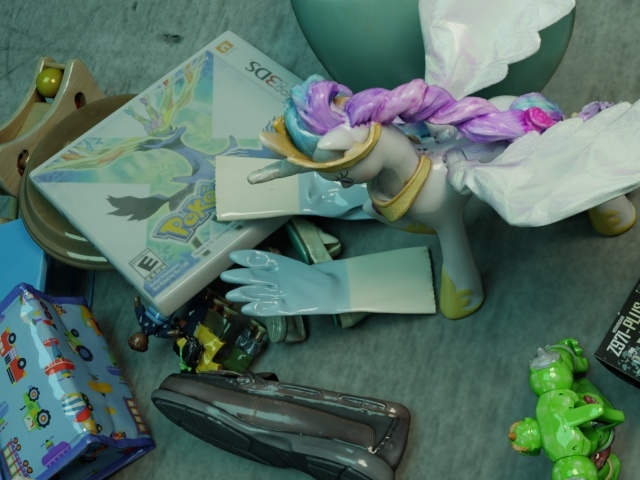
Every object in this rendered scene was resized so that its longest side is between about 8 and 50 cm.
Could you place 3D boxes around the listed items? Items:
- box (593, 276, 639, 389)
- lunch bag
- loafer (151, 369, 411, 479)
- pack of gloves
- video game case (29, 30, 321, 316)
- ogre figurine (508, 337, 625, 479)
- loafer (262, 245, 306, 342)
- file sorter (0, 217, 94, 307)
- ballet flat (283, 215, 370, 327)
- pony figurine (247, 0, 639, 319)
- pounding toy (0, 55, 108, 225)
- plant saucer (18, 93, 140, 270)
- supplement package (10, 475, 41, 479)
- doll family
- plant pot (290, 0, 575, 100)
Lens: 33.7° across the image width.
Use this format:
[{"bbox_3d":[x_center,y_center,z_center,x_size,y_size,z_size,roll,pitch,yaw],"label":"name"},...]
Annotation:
[{"bbox_3d":[0.357,0.069,0.933,0.147,0.077,0.180,29,87,38],"label":"box"},{"bbox_3d":[-0.385,0.230,1.283,0.293,0.138,0.221,-37,66,13],"label":"lunch bag"},{"bbox_3d":[-0.042,0.189,1.141,0.302,0.109,0.095,13,58,30],"label":"loafer"},{"bbox_3d":[0.000,0.000,1.166,0.232,0.046,0.195,0,62,-8],"label":"pack of gloves"},{"bbox_3d":[-0.146,-0.097,1.274,0.329,0.036,0.300,-40,53,-16],"label":"video game case"},{"bbox_3d":[0.229,0.171,0.947,0.097,0.118,0.197,-3,68,32],"label":"ogre figurine"},{"bbox_3d":[-0.044,0.064,1.227,0.045,0.039,0.125,-52,39,46],"label":"loafer"},{"bbox_3d":[-0.399,0.050,1.416,0.170,0.104,0.118,-14,62,27],"label":"file sorter"},{"bbox_3d":[0.010,0.028,1.202,0.052,0.057,0.168,-23,59,-9],"label":"ballet flat"},{"bbox_3d":[0.155,-0.086,0.950,0.351,0.363,0.303,-30,56,19],"label":"pony figurine"},{"bbox_3d":[-0.425,-0.132,1.479,0.155,0.154,0.269,11,76,36],"label":"pounding toy"},{"bbox_3d":[-0.256,-0.087,1.353,0.278,0.041,0.278,-4,56,6],"label":"plant saucer"},{"bbox_3d":[-0.362,0.422,1.186,0.293,0.177,0.175,-36,55,16],"label":"supplement package"},{"bbox_3d":[-0.151,0.113,1.252,0.193,0.076,0.111,33,94,43],"label":"doll family"},{"bbox_3d":[0.100,-0.285,1.153,0.293,0.235,0.293,-14,63,28],"label":"plant pot"}]
